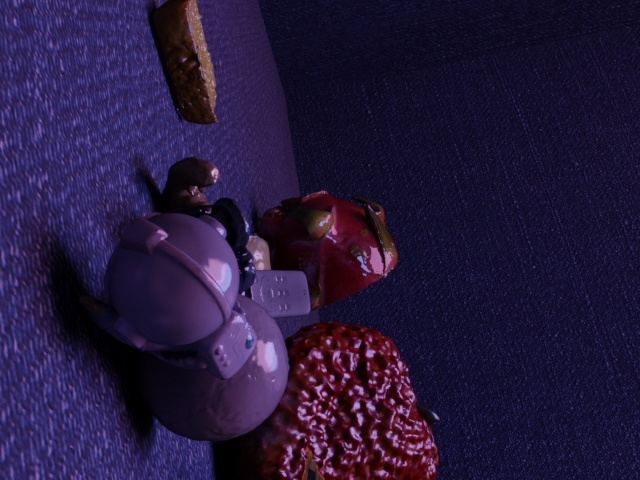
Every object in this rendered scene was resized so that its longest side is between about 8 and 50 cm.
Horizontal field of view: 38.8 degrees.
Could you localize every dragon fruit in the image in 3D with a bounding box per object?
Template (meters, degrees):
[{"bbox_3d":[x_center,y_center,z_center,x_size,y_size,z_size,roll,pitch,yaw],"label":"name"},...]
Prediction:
[{"bbox_3d":[0.000,0.000,1.977,0.226,0.305,0.305,63,6,-10],"label":"dragon fruit"}]

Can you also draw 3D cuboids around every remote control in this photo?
[{"bbox_3d":[-0.067,0.072,1.216,0.261,0.029,0.067,7,74,-68],"label":"remote control"}]

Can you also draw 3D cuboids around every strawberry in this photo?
[{"bbox_3d":[-0.003,0.276,1.237,0.351,0.267,0.312,-29,104,-53],"label":"strawberry"}]

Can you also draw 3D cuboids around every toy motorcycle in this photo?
[{"bbox_3d":[-0.119,0.024,0.938,0.193,0.061,0.124,-9,-82,53],"label":"toy motorcycle"}]

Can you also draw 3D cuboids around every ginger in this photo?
[{"bbox_3d":[-0.135,0.031,1.064,0.149,0.065,0.259,-174,-108,-67],"label":"ginger"}]

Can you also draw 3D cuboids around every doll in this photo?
[{"bbox_3d":[-0.107,0.074,0.779,0.287,0.151,0.151,81,0,-59],"label":"doll"}]

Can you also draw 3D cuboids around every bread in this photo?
[{"bbox_3d":[-0.191,-0.262,1.309,0.103,0.065,0.187,-100,176,-51],"label":"bread"}]

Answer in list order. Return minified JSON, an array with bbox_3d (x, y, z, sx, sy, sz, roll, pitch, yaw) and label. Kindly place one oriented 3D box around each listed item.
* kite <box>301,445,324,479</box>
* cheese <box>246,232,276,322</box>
[{"bbox_3d":[-0.021,0.381,0.944,0.377,0.013,0.328,-72,165,-64],"label":"kite"},{"bbox_3d":[-0.113,0.083,1.285,0.123,0.093,0.167,100,-16,-78],"label":"cheese"}]
